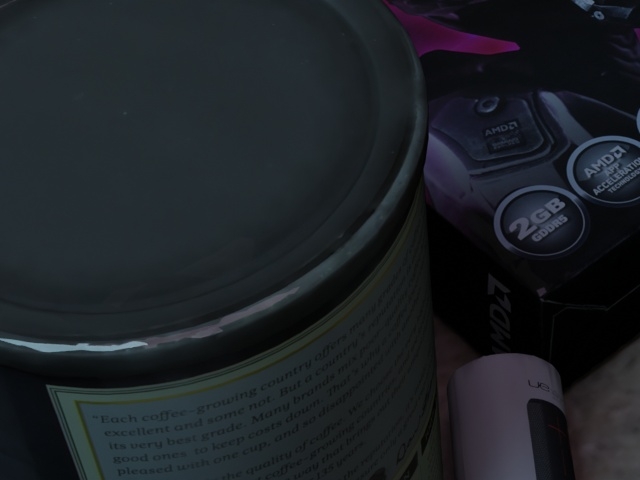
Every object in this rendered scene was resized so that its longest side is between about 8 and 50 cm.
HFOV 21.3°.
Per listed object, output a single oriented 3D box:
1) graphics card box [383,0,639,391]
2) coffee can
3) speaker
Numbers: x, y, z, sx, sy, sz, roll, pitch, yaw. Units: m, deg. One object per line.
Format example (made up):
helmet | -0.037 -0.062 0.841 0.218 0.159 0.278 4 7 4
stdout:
graphics card box | 0.077 -0.106 0.914 0.233 0.094 0.371 -32 55 -20
coffee can | -0.052 0.046 0.678 0.201 0.275 0.201 -3 49 4
speaker | 0.086 0.118 0.747 0.055 0.055 0.136 -4 49 3
